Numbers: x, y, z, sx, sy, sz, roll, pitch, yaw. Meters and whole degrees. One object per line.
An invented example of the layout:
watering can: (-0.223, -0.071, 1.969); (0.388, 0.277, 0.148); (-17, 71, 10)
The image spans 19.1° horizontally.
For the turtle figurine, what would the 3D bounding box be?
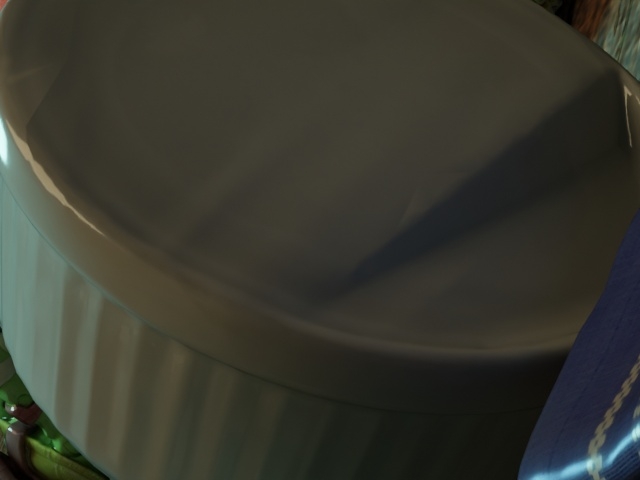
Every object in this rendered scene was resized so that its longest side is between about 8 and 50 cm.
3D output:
turtle figurine: (-0.204, 0.080, 1.475); (0.198, 0.266, 0.275); (-32, -52, -49)

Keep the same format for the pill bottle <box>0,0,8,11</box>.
pill bottle: (-0.152, -0.114, 1.278); (0.407, 0.229, 0.229); (-14, 44, 30)

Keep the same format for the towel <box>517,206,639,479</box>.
towel: (0.169, -0.073, 0.495); (0.243, 0.040, 0.336); (-57, 3, -41)

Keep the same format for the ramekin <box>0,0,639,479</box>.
ramekin: (0.000, 0.000, 0.724); (0.273, 0.273, 0.127); (-84, 9, -54)

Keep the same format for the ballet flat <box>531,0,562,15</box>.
ballet flat: (0.107, -0.189, 1.016); (0.077, 0.091, 0.241); (-30, 35, 32)
